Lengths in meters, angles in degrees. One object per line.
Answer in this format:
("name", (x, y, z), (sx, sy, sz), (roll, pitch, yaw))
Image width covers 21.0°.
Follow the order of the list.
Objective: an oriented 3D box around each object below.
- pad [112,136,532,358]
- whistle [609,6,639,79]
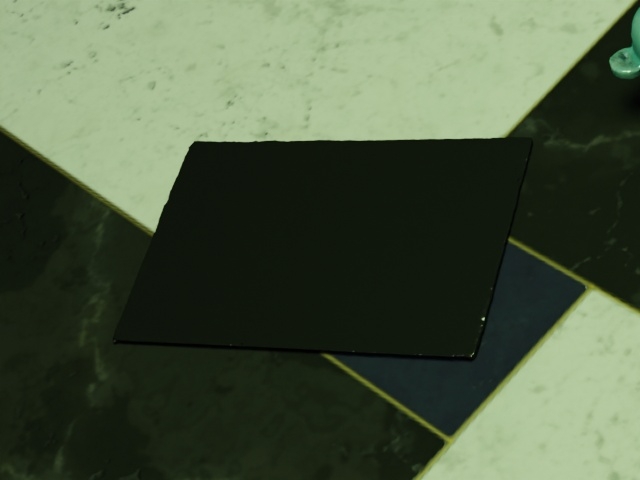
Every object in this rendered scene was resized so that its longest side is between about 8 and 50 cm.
("pad", (0.000, 0.000, 1.310), (0.300, 0.005, 0.202), (0, 53, 26))
("whistle", (0.336, -0.174, 1.236), (0.274, 0.093, 0.186), (-21, 47, 4))
